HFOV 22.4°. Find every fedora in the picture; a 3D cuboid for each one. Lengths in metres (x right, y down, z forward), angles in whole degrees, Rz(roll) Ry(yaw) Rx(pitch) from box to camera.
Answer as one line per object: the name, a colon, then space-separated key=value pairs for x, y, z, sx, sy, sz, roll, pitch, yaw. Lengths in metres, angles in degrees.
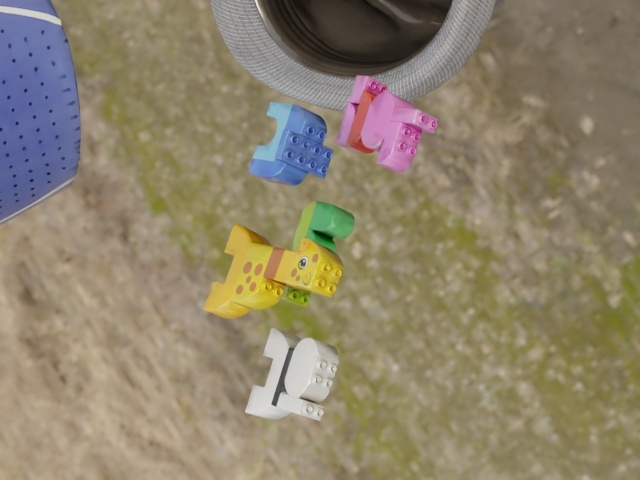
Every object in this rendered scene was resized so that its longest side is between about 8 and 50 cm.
fedora: x=0.048 y=-0.231 z=1.299 sx=0.275 sy=0.124 sz=0.244 roll=-4 pitch=100 yaw=41

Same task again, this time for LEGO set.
LEGO set: x=0.000 y=0.000 z=0.977 sx=0.087 sy=0.227 sz=0.093 roll=22 pitch=173 yaw=-39

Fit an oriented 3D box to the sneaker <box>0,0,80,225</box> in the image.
sneaker: x=-0.232 y=0.008 z=0.570 sx=0.182 sy=0.315 sz=0.127 roll=-122 pitch=21 yaw=-55
